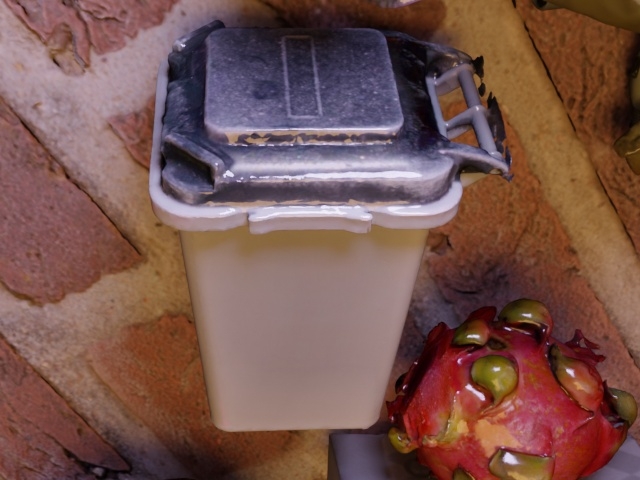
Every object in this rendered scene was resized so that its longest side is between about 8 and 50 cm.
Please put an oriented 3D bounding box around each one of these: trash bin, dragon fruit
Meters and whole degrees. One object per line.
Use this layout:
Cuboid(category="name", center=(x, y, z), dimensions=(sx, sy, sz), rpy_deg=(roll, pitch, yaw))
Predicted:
Cuboid(category="trash bin", center=(0.000, 0.000, 0.960), dimensions=(0.296, 0.256, 0.368), rpy_deg=(-2, 131, -5))
Cuboid(category="dragon fruit", center=(0.216, 0.176, 1.114), dimensions=(0.227, 0.307, 0.243), rpy_deg=(-41, 86, 32))

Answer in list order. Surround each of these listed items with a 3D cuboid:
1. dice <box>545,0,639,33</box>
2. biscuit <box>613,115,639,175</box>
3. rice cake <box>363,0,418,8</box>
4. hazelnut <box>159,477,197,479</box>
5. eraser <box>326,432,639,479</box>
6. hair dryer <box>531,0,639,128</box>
Cuboid(category="dice", center=(0.256, -0.271, 0.690), dimensions=(0.233, 0.227, 0.238), rpy_deg=(2, 118, -24))
Cuboid(category="biscuit", center=(0.428, -0.148, 0.984), dimensions=(0.187, 0.036, 0.273), rpy_deg=(18, 121, -38))
Cuboid(category="rice cake", center=(0.217, -0.288, 0.872), dimensions=(0.399, 0.070, 0.064), rpy_deg=(-18, 121, 6))
Cuboid(category="hazelnut", center=(-0.217, 0.488, 1.195), dimensions=(0.421, 0.353, 0.421), rpy_deg=(-30, 164, -10))
Cuboid(category="eraser", center=(0.214, 0.317, 1.189), dimensions=(0.396, 0.213, 0.082), rpy_deg=(3, 116, -10))
Cuboid(category="hair dryer", center=(0.271, -0.200, 0.923), dimensions=(0.219, 0.088, 0.225), rpy_deg=(5, 132, -27))
